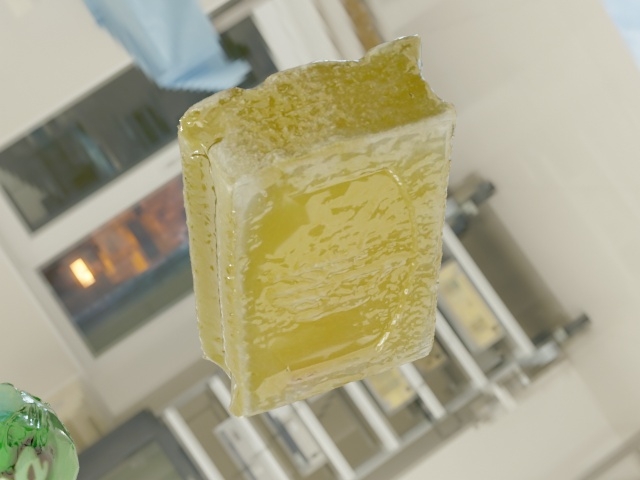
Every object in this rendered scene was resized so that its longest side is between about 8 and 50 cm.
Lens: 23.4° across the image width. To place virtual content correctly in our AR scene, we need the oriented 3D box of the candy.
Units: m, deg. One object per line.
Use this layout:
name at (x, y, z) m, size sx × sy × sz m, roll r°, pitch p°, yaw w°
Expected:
candy at (-0.201, 0.084, 0.890) m, size 0.097 × 0.097 × 0.323 m, roll 60°, pitch 175°, yaw -24°

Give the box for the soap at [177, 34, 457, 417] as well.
soap at (0.000, 0.000, 1.208) m, size 0.315 × 0.199 × 0.091 m, roll 93°, pitch 154°, yaw -51°
